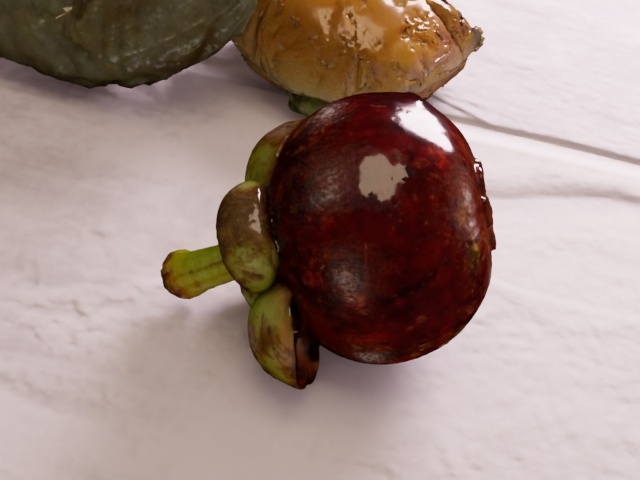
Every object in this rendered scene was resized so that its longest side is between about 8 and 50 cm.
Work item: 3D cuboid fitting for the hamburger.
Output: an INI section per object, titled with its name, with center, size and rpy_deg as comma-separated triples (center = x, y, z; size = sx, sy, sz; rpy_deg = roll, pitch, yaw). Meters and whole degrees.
[hamburger]
center = 0.014, -0.126, 0.976
size = 0.176, 0.087, 0.102
rpy_deg = 16, 44, 3

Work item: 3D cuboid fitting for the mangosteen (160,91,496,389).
[mangosteen]
center = 0.005, -0.007, 0.818
size = 0.181, 0.145, 0.156
rpy_deg = 4, 48, -5

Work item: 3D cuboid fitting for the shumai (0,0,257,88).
[shumai]
center = -0.136, -0.230, 1.012
size = 0.272, 0.222, 0.204
rpy_deg = 48, 18, 5
